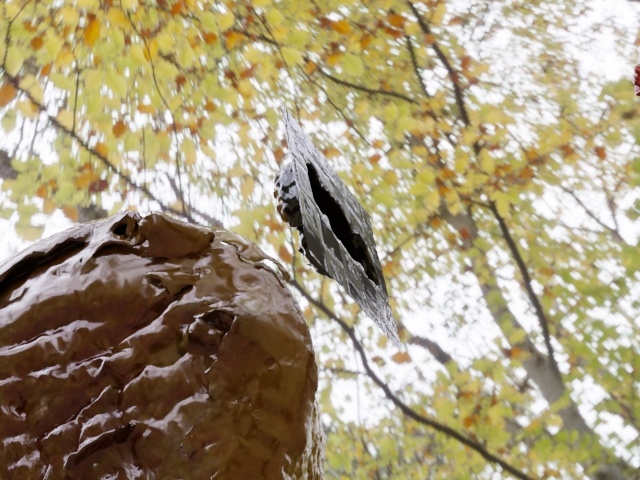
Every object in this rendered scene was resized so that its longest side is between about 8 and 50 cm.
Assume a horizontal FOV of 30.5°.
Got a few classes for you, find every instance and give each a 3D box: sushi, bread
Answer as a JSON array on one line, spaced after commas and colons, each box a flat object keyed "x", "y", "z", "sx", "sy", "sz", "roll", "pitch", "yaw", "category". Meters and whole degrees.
[{"x": 0.000, "y": 0.000, "z": 1.158, "sx": 0.051, "sy": 0.192, "sz": 0.215, "roll": -24, "pitch": -40, "yaw": 15, "category": "sushi"}, {"x": -0.160, "y": 0.160, "z": 0.901, "sx": 0.337, "sy": 0.204, "sz": 0.358, "roll": 9, "pitch": -116, "yaw": 20, "category": "bread"}]

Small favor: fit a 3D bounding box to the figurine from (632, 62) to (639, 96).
[{"x": 0.347, "y": -0.062, "z": 0.886, "sx": 0.110, "sy": 0.245, "sz": 0.138, "roll": -43, "pitch": -47, "yaw": 8, "category": "figurine"}]
